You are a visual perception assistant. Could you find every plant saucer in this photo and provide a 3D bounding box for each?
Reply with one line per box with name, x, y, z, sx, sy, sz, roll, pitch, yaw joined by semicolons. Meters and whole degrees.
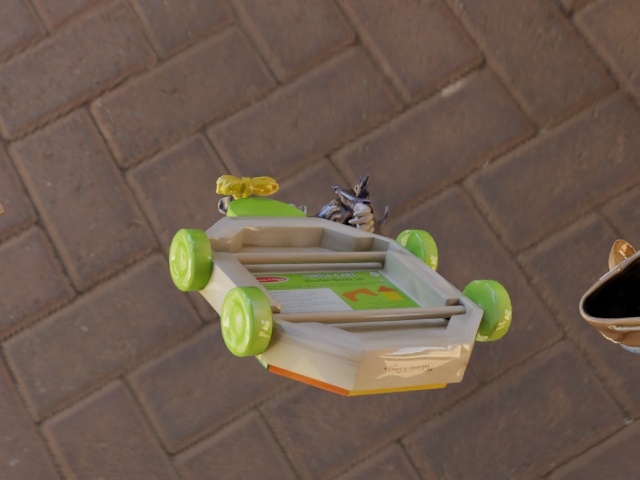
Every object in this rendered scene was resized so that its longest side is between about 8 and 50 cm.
plant saucer;0.380;0.040;1.368;0.015;0.083;0.083;-26;70;37

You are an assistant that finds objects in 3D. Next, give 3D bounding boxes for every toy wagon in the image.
toy wagon;-0.002;0.030;1.018;0.344;0.267;0.068;40;123;52

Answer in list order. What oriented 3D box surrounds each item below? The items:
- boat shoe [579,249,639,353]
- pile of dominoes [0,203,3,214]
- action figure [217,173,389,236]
boat shoe;0.222;0.015;0.602;0.183;0.066;0.066;-41;50;40
pile of dominoes;-0.555;0.001;1.481;0.196;0.040;0.251;26;89;5
action figure;0.000;0.000;1.458;0.141;0.276;0.164;47;129;45
